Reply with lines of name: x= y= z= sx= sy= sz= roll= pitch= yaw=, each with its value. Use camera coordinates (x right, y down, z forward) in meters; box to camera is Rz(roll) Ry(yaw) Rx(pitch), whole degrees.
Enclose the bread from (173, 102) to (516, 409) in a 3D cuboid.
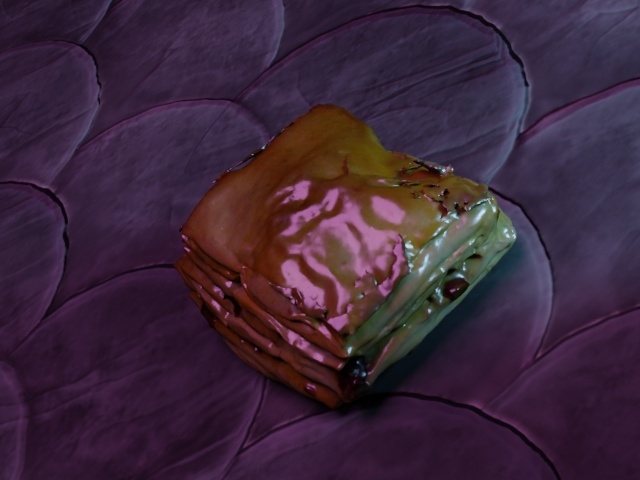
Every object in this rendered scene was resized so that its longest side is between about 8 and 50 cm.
bread: x=0.000 y=0.000 z=1.623 sx=0.277 sy=0.167 sz=0.324 roll=-46 pitch=37 yaw=-11
